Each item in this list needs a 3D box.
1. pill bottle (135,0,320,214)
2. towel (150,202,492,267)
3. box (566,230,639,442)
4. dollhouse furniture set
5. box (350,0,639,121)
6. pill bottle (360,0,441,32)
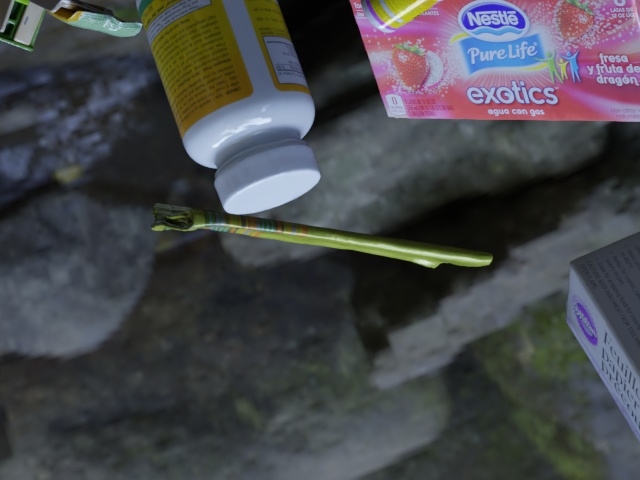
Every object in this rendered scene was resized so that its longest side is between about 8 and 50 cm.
[{"bbox_3d":[-0.073,-0.134,1.646,0.118,0.208,0.117,-19,166,-5],"label":"pill bottle"},{"bbox_3d":[0.000,0.000,1.426,0.237,0.021,0.102,8,-179,-21],"label":"towel"},{"bbox_3d":[0.219,0.135,0.918,0.067,0.324,0.063,-23,148,-9],"label":"box"},{"bbox_3d":[-0.213,-0.171,1.532,0.076,0.152,0.058,18,97,-37],"label":"dollhouse furniture set"},{"bbox_3d":[0.200,-0.209,1.794,0.300,0.142,0.154,4,-143,36],"label":"box"},{"bbox_3d":[0.074,-0.199,1.514,0.083,0.043,0.043,-29,156,37],"label":"pill bottle"}]
